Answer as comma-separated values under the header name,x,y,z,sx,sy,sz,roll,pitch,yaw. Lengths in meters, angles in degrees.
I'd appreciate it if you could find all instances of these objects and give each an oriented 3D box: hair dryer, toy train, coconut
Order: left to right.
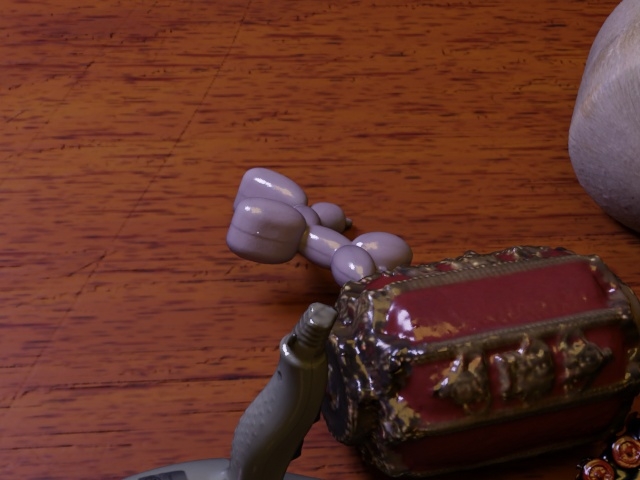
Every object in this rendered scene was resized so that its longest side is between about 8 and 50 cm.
name,x,y,z,sx,sy,sz,roll,pitch,yaw
hair dryer,0.012,0.177,1.291,0.296,0.298,0.119,19,38,-38
toy train,0.199,0.225,1.375,0.250,0.053,0.085,-36,75,-20
coconut,0.354,-0.112,1.596,0.245,0.245,0.247,16,51,1

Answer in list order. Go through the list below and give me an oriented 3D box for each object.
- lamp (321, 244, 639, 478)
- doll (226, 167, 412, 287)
name,x,y,z,sx,sy,sz,roll,pitch,yaw
lamp,0.131,0.095,1.426,0.274,0.177,0.177,-8,54,-20
doll,0.000,0.000,1.515,0.160,0.059,0.161,18,17,-6
